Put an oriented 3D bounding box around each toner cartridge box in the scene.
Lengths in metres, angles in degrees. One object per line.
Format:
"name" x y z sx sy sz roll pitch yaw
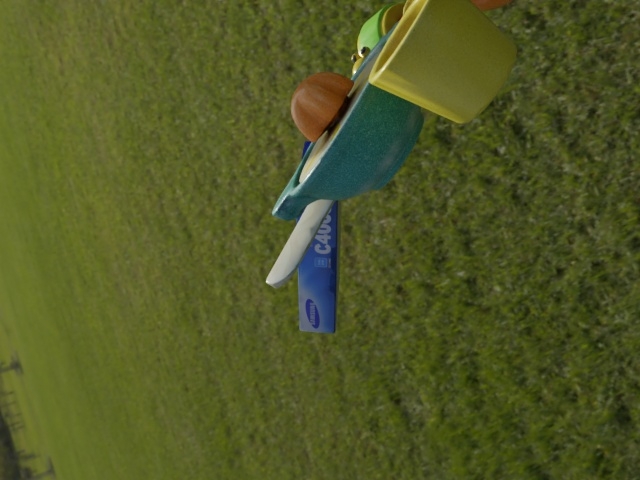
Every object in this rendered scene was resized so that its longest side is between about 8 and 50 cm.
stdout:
"toner cartridge box" 0.000 0.000 1.420 0.165 0.075 0.348 -82 -6 -48

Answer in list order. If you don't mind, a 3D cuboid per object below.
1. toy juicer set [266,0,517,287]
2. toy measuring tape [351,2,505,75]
"toy juicer set" 0.034 -0.113 0.558 0.089 0.209 0.329 30 148 -9
"toy measuring tape" 0.151 -0.295 1.079 0.121 0.330 0.121 26 131 33
